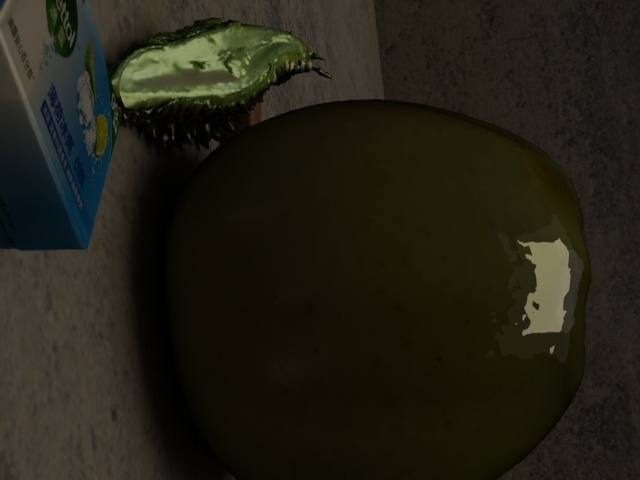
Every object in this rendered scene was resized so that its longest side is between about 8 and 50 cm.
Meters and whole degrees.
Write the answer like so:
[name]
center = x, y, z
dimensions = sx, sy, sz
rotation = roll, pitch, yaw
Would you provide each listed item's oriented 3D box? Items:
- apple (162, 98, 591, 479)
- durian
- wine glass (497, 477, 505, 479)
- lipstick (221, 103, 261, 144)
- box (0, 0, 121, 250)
[apple]
center = 0.062, 0.067, 1.049
dimensions = 0.473, 0.474, 0.473
rotation = -6, 90, -79
[durian]
center = -0.114, -0.163, 1.012
dimensions = 0.375, 0.107, 0.132
rotation = -29, 103, -54
[wine glass]
center = 0.168, 0.330, 1.589
dimensions = 0.406, 0.267, 0.267
rotation = 59, 3, 20
[lipstick]
center = -0.101, -0.123, 1.266
dimensions = 0.045, 0.045, 0.145
rotation = 64, 22, -64
[box]
center = -0.195, -0.105, 0.643
dimensions = 0.194, 0.073, 0.139
rotation = 84, 8, -50
